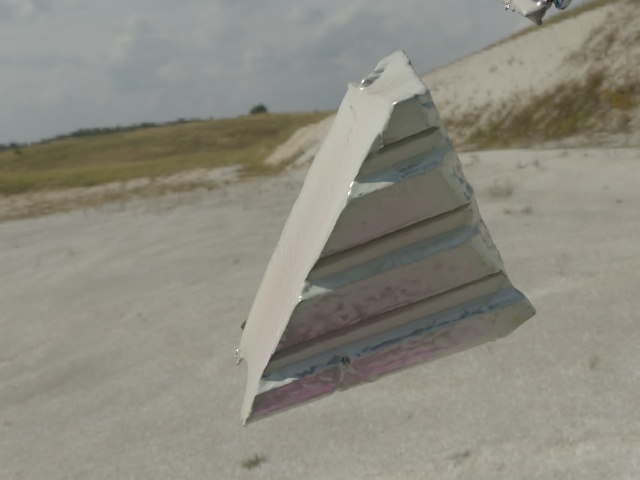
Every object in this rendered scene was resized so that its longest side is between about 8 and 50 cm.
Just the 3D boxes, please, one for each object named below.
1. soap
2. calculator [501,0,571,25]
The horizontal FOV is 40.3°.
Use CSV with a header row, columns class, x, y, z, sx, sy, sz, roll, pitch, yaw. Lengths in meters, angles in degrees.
class,x,y,z,sx,sy,sz,roll,pitch,yaw
soap,0.000,0.000,0.781,0.302,0.258,0.159,-23,32,10
calculator,0.161,-0.267,0.667,0.028,0.166,0.274,12,24,-9
